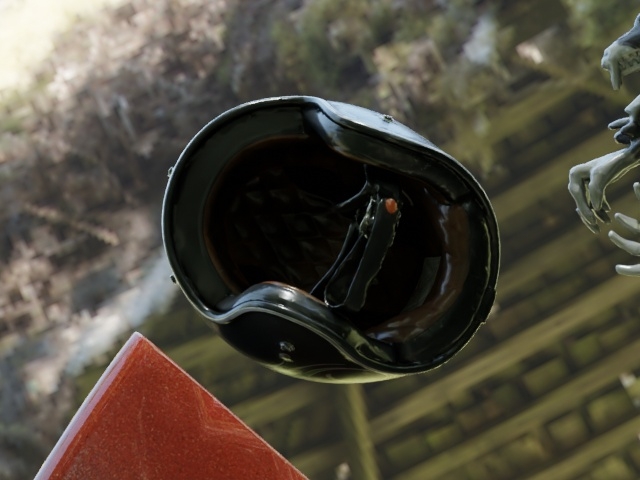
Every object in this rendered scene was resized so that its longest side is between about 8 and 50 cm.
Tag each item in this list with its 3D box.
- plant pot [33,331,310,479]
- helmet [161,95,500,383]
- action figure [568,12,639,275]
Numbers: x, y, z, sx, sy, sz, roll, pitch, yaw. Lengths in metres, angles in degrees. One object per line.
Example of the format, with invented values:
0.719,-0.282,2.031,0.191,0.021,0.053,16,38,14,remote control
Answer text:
-0.071,0.245,0.968,0.236,0.267,0.267,-48,-9,-12,plant pot
0.000,0.000,0.985,0.169,0.169,0.161,-10,15,-37,helmet
0.199,-0.027,0.893,0.141,0.276,0.164,-20,7,8,action figure
